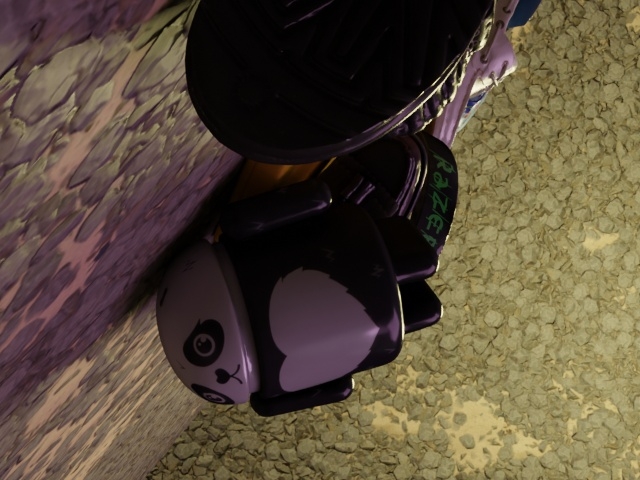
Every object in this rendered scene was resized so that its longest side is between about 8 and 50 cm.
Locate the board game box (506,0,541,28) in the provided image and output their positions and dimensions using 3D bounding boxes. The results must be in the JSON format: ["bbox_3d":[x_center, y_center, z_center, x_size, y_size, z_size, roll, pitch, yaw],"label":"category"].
[{"bbox_3d":[0.263,-0.338,1.491,0.169,0.033,0.133,6,-100,60],"label":"board game box"}]

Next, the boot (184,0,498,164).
[{"bbox_3d":[0.033,-0.136,0.725,0.348,0.131,0.260,-49,176,-25],"label":"boot"}]

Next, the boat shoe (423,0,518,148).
[{"bbox_3d":[0.203,-0.233,1.403,0.098,0.096,0.277,148,-39,-80],"label":"boat shoe"}]

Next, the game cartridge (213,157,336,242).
[{"bbox_3d":[0.019,-0.141,1.185,0.323,0.053,0.285,-46,174,-29],"label":"game cartridge"}]

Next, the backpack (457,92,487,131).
[{"bbox_3d":[0.220,-0.272,1.738,0.158,0.117,0.173,-49,173,-39],"label":"backpack"}]

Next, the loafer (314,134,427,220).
[{"bbox_3d":[0.000,0.000,1.225,0.302,0.109,0.095,-47,172,24],"label":"loafer"}]

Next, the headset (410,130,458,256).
[{"bbox_3d":[0.048,-0.002,1.415,0.394,0.185,0.243,-13,-123,55],"label":"headset"}]

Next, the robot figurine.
[{"bbox_3d":[-0.022,0.062,1.104,0.278,0.209,0.173,-14,172,-12],"label":"robot figurine"}]

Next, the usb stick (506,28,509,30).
[{"bbox_3d":[0.319,-0.422,1.791,0.045,0.077,0.278,-19,168,-15],"label":"usb stick"}]
